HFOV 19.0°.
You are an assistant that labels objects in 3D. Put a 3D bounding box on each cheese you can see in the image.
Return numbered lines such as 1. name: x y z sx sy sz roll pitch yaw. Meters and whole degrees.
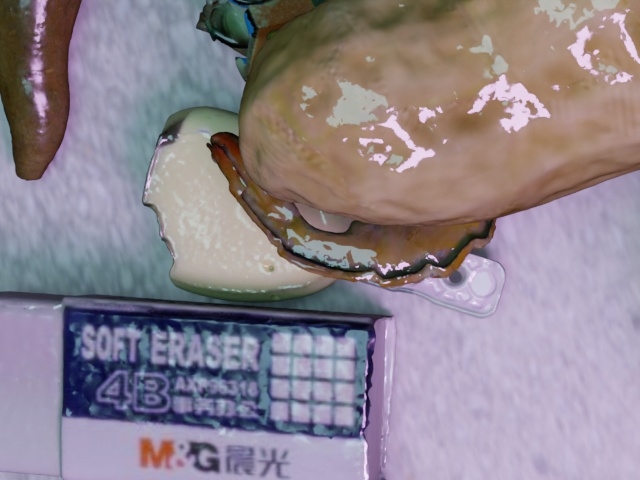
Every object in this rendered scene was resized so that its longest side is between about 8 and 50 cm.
1. cheese: 0.000 0.000 1.295 0.255 0.050 0.127 19 96 12

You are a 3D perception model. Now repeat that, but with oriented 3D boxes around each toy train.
1. toy train: -0.041 -0.196 1.248 0.099 0.072 0.188 -17 66 -15

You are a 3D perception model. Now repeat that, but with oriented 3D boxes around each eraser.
1. eraser: -0.095 0.103 1.306 0.287 0.086 0.130 2 94 14

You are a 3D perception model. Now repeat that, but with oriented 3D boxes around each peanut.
1. peanut: 0.135 -0.112 1.157 0.387 0.192 0.170 -20 70 -2

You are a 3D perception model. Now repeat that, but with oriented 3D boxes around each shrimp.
1. shrimp: 0.002 -0.061 1.257 0.253 0.058 0.173 33 63 10

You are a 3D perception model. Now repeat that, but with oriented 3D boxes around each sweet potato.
1. sweet potato: -0.198 -0.162 1.324 0.077 0.077 0.244 7 94 14
